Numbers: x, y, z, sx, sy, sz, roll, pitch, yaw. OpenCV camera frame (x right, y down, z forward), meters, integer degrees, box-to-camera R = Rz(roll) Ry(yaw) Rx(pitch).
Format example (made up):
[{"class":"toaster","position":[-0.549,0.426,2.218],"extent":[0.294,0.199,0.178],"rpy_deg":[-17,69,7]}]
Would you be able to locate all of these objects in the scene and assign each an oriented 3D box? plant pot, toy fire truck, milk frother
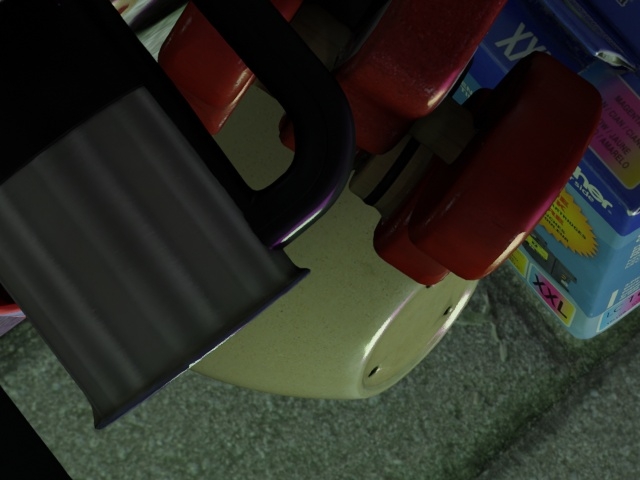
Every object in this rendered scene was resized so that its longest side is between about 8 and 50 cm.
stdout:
[{"class":"plant pot","position":[0.000,0.000,1.313],"extent":[0.284,0.191,0.284],"rpy_deg":[-41,158,-21]},{"class":"toy fire truck","position":[0.061,-0.129,0.873],"extent":[0.254,0.169,0.302],"rpy_deg":[-56,-176,-5]},{"class":"milk frother","position":[-0.067,-0.024,0.560],"extent":[0.129,0.135,0.143],"rpy_deg":[-37,-179,21]}]

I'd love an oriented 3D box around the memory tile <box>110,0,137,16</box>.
[{"class":"memory tile","position":[-0.137,-0.054,0.766],"extent":[0.113,0.012,0.148],"rpy_deg":[-38,-178,-43]}]

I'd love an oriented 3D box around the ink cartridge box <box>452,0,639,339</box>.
[{"class":"ink cartridge box","position":[0.177,-0.114,1.376],"extent":[0.151,0.270,0.395],"rpy_deg":[-37,165,-11]}]

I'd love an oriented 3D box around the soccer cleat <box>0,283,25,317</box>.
[{"class":"soccer cleat","position":[-0.164,-0.013,1.404],"extent":[0.248,0.083,0.095],"rpy_deg":[-33,179,32]}]

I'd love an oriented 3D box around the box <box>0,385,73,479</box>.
[{"class":"box","position":[-0.210,0.154,0.875],"extent":[0.184,0.261,0.103],"rpy_deg":[-37,-179,15]}]
